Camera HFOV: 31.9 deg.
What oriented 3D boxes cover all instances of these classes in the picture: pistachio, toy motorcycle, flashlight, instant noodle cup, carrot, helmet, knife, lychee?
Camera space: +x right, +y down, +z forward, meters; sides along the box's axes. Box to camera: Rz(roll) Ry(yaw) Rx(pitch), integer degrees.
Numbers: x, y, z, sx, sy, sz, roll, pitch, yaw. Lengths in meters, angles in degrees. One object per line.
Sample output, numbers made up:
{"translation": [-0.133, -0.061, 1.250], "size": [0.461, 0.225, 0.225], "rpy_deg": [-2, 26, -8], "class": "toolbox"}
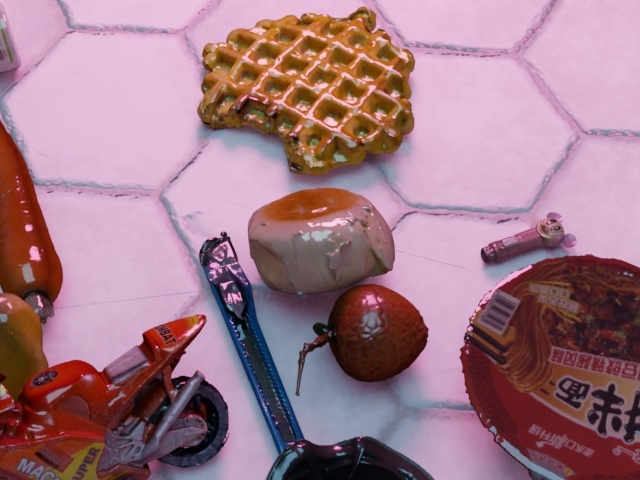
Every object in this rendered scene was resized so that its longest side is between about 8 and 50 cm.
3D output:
{"translation": [-0.342, 0.143, 1.120], "size": [0.110, 0.100, 0.189], "rpy_deg": [12, 78, 39], "class": "pistachio"}
{"translation": [-0.231, 0.181, 1.062], "size": [0.298, 0.171, 0.089], "rpy_deg": [-19, 15, -17], "class": "toy motorcycle"}
{"translation": [0.232, -0.001, 1.261], "size": [0.110, 0.031, 0.052], "rpy_deg": [-18, 59, -13], "class": "flashlight"}
{"translation": [0.271, 0.148, 1.127], "size": [0.274, 0.090, 0.274], "rpy_deg": [1, 56, -1], "class": "instant noodle cup"}
{"translation": [-0.344, -0.035, 1.266], "size": [0.069, 0.069, 0.336], "rpy_deg": [-15, 51, -11], "class": "carrot"}
{"translation": [0.020, 0.271, 1.036], "size": [0.177, 0.107, 0.153], "rpy_deg": [7, 51, -19], "class": "helmet"}
{"translation": [-0.072, 0.107, 1.189], "size": [0.044, 0.026, 0.296], "rpy_deg": [-11, 56, -22], "class": "knife"}
{"translation": [0.044, 0.096, 1.143], "size": [0.140, 0.101, 0.114], "rpy_deg": [17, 36, -33], "class": "lychee"}

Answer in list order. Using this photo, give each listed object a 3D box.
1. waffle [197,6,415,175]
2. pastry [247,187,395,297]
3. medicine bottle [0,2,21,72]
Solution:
{"translation": [-0.014, -0.185, 1.370], "size": [0.291, 0.051, 0.291], "rpy_deg": [0, 53, 0], "class": "waffle"}
{"translation": [0.000, 0.000, 1.198], "size": [0.166, 0.088, 0.166], "rpy_deg": [-9, 22, 4], "class": "pastry"}
{"translation": [-0.468, -0.230, 1.372], "size": [0.183, 0.086, 0.086], "rpy_deg": [-17, 58, -12], "class": "medicine bottle"}
